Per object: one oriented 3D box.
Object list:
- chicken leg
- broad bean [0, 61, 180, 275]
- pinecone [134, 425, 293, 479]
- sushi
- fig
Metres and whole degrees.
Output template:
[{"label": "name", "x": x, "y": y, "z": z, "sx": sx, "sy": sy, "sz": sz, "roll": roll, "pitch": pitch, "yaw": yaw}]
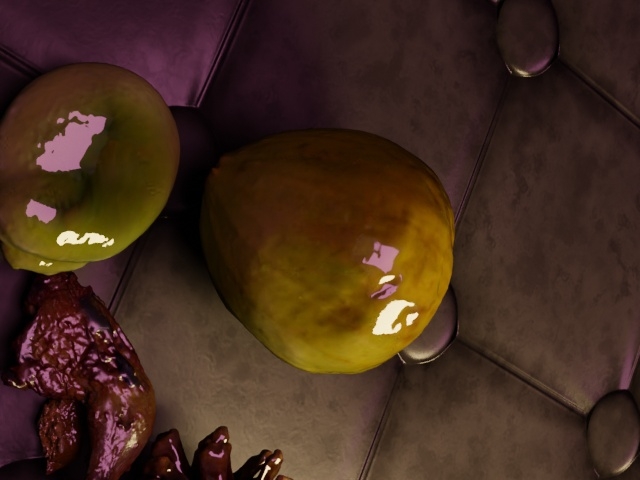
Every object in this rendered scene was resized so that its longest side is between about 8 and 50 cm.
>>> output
[{"label": "chicken leg", "x": -0.286, "y": 0.184, "z": 1.777, "sx": 0.177, "sy": 0.083, "sz": 0.323, "roll": -25, "pitch": 86, "yaw": -37}, {"label": "broad bean", "x": -0.293, "y": -0.090, "z": 1.781, "sx": 0.291, "sy": 0.119, "sz": 0.238, "roll": -46, "pitch": 116, "yaw": -29}, {"label": "pinecone", "x": -0.123, "y": 0.409, "z": 1.825, "sx": 0.384, "sy": 0.384, "sz": 0.385, "roll": -2, "pitch": 93, "yaw": -38}, {"label": "sushi", "x": -0.325, "y": 0.231, "z": 1.811, "sx": 0.060, "sy": 0.061, "sz": 0.118, "roll": 8, "pitch": 66, "yaw": -30}, {"label": "fig", "x": 0.001, "y": 0.002, "z": 1.907, "sx": 0.343, "sy": 0.343, "sz": 0.343, "roll": -2, "pitch": 93, "yaw": -38}]
